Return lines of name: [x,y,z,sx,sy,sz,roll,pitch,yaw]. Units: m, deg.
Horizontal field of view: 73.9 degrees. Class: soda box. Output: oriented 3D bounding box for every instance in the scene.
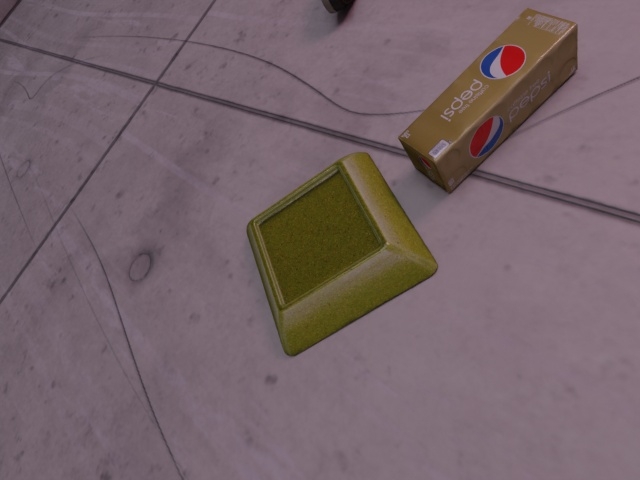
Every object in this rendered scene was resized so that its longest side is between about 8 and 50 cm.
soda box: [0.170,-0.139,0.431,0.181,0.061,0.058,-44,52,4]

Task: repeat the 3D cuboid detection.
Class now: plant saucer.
plant saucer: [0.000,0.000,0.472,0.188,0.045,0.188,-33,54,13]

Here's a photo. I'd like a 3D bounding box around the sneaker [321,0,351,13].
sneaker: [0.071,-0.440,0.628,0.118,0.083,0.221,5,68,32]
